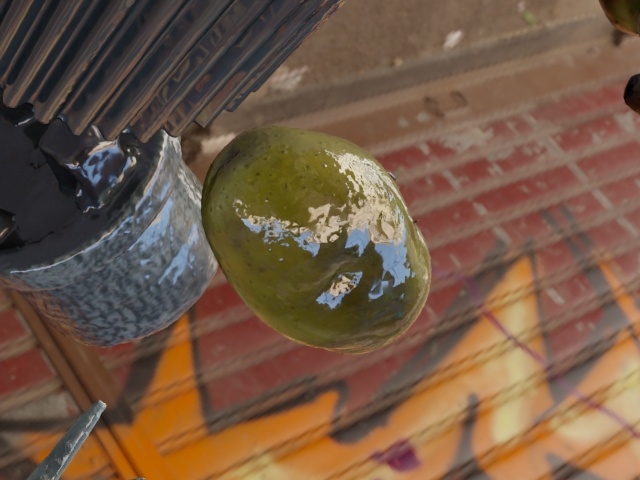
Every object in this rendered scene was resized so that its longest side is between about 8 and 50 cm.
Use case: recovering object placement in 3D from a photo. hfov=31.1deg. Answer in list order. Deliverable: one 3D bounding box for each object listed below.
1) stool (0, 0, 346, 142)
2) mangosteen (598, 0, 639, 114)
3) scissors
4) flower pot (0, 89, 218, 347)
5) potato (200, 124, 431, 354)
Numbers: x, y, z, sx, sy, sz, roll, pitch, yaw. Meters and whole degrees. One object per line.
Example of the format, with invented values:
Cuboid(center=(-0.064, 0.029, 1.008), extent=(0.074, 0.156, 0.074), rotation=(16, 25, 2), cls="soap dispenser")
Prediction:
Cuboid(center=(-0.082, -0.227, 0.651), extent=(0.297, 0.297, 0.330), rotation=(-27, -175, -23), cls="stool")
Cuboid(center=(0.260, -0.169, 0.646), extent=(0.215, 0.215, 0.257), rotation=(-9, 150, -49), cls="mangosteen")
Cuboid(center=(-0.347, 0.313, 1.243), extent=(0.383, 0.256, 0.029), rotation=(-40, 169, 18), cls="scissors")
Cuboid(center=(-0.255, -0.067, 1.226), extent=(0.299, 0.299, 0.283), rotation=(-37, 141, -1), cls="flower pot")
Cuboid(center=(0.000, 0.000, 0.985), extent=(0.169, 0.143, 0.248), rotation=(-45, 128, -2), cls="potato")
